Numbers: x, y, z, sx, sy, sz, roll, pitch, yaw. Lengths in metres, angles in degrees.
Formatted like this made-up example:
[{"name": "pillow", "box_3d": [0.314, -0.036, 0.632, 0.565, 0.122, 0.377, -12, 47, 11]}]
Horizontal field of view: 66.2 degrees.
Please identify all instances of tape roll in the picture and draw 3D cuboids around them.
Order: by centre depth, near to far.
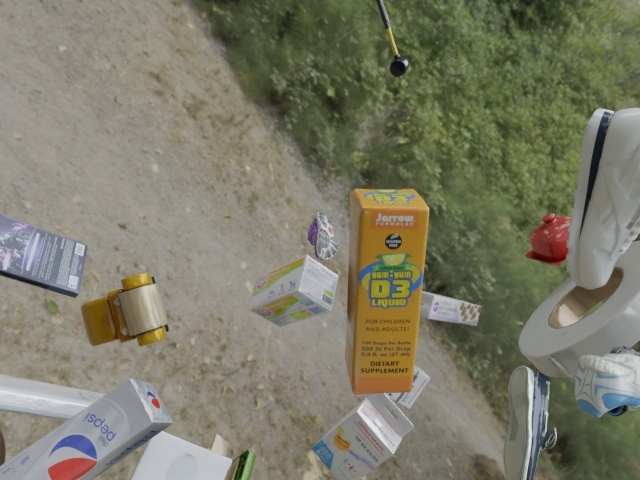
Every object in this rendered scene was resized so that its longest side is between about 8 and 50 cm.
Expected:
[{"name": "tape roll", "box_3d": [0.637, 0.158, 1.147, 0.072, 0.392, 0.392, 45, 15, 4]}]

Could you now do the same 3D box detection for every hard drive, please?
[{"name": "hard drive", "box_3d": [-0.588, 0.338, 1.049, 0.353, 0.233, 0.047, 22, 72, -26]}]

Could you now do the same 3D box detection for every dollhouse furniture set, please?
[{"name": "dollhouse furniture set", "box_3d": [-0.405, 0.821, 1.699, 0.197, 0.301, 0.151, 43, 20, -14]}]

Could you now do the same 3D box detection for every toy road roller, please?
[{"name": "toy road roller", "box_3d": [-0.613, 0.234, 1.528, 0.329, 0.240, 0.202, 156, -83, -70]}]

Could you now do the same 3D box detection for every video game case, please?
[{"name": "video game case", "box_3d": [-0.764, 0.033, 1.290, 0.274, 0.026, 0.196, 26, 29, -33]}]

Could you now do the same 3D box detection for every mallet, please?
[{"name": "mallet", "box_3d": [0.148, -0.447, 1.052, 0.190, 0.039, 0.062, 70, 25, -16]}]

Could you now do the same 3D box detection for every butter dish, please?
[{"name": "butter dish", "box_3d": [0.649, -0.019, 1.355, 0.118, 0.160, 0.160, 60, -4, -11]}]

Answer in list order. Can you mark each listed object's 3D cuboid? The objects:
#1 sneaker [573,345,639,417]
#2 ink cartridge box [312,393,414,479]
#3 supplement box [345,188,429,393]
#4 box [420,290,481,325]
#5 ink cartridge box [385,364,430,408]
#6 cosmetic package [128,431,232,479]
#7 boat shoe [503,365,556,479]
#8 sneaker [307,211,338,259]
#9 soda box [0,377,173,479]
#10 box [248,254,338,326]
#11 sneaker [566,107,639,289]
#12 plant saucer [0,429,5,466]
[{"name": "sneaker", "box_3d": [0.450, 0.209, 0.723, 0.237, 0.086, 0.085, 6, 11, -33]}, {"name": "ink cartridge box", "box_3d": [0.082, 0.389, 0.964, 0.104, 0.181, 0.061, 47, 24, 11]}, {"name": "supplement box", "box_3d": [0.072, 0.060, 0.572, 0.080, 0.078, 0.233, -98, -173, -71]}, {"name": "box", "box_3d": [0.350, 0.189, 1.353, 0.067, 0.063, 0.324, 14, -2, 39]}, {"name": "ink cartridge box", "box_3d": [0.220, 0.389, 1.377, 0.150, 0.109, 0.063, 35, 0, -31]}, {"name": "cosmetic package", "box_3d": [-0.389, 0.650, 1.302, 0.224, 0.138, 0.225, 27, 64, -8]}, {"name": "boat shoe", "box_3d": [0.433, 0.390, 1.014, 0.079, 0.095, 0.254, 22, 55, -6]}, {"name": "sneaker", "box_3d": [0.000, 0.000, 1.295, 0.068, 0.071, 0.170, 32, 29, -23]}, {"name": "soda box", "box_3d": [-0.410, 0.360, 0.843, 0.091, 0.286, 0.098, 53, -9, 20]}, {"name": "box", "box_3d": [-0.071, 0.132, 1.235, 0.114, 0.203, 0.103, 35, 50, -29]}, {"name": "sneaker", "box_3d": [0.358, -0.039, 0.589, 0.090, 0.095, 0.235, -38, 130, -45]}, {"name": "plant saucer", "box_3d": [-0.897, 0.516, 1.111, 0.310, 0.310, 0.050, 50, -25, -12]}]
